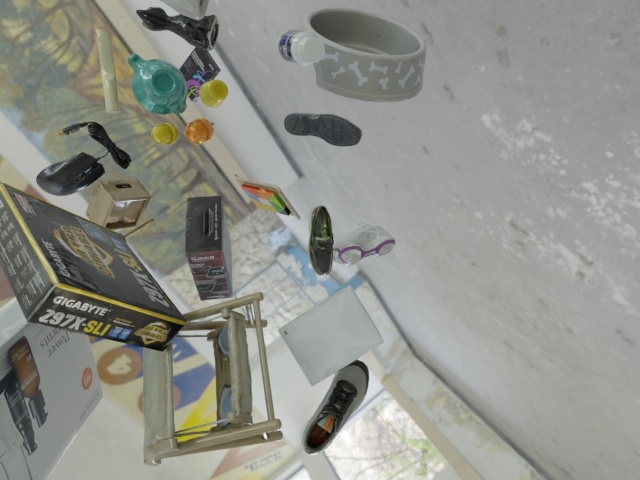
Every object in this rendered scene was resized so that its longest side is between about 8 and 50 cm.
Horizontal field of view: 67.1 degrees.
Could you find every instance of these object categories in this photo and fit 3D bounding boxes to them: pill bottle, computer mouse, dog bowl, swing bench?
[{"bbox_3d":[-0.039,-0.402,1.006,0.067,0.067,0.120,56,172,-36],"label":"pill bottle"},{"bbox_3d":[-0.667,-0.209,1.301,0.184,0.262,0.060,68,179,-50],"label":"computer mouse"},{"bbox_3d":[0.102,-0.474,1.200,0.349,0.348,0.102,47,141,31],"label":"dog bowl"},{"bbox_3d":[-0.213,0.257,0.904,0.165,0.254,0.253,95,165,-60],"label":"swing bench"}]

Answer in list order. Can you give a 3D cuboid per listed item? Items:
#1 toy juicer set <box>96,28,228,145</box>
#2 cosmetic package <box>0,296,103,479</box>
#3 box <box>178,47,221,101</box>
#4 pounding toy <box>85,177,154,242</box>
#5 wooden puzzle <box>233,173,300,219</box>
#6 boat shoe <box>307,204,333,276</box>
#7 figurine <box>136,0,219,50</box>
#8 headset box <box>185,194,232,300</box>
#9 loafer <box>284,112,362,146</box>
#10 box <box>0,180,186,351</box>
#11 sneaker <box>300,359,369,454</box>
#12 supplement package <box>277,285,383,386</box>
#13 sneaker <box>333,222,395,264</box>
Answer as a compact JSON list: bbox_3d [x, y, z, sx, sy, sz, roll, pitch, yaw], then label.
[{"bbox_3d":[-0.403,-0.344,1.186,0.329,0.209,0.089,15,176,-29],"label":"toy juicer set"},{"bbox_3d":[-0.533,0.281,0.847,0.377,0.097,0.284,-85,-5,-69],"label":"cosmetic package"},{"bbox_3d":[-0.422,-0.575,1.653,0.116,0.162,0.029,56,-148,5],"label":"box"},{"bbox_3d":[-0.585,-0.081,1.423,0.094,0.206,0.181,47,-149,18],"label":"pounding toy"},{"bbox_3d":[-0.210,-0.162,1.875,0.238,0.044,0.221,20,162,29],"label":"wooden puzzle"},{"bbox_3d":[0.001,-0.001,1.503,0.073,0.080,0.224,141,127,-80],"label":"boat shoe"},{"bbox_3d":[-0.383,-0.587,1.224,0.209,0.092,0.215,13,170,1],"label":"figurine"},{"bbox_3d":[-0.344,0.018,1.498,0.293,0.110,0.218,92,170,-52],"label":"headset box"},{"bbox_3d":[0.018,-0.417,1.759,0.302,0.095,0.109,16,119,19],"label":"loafer"},{"bbox_3d":[-0.412,0.048,0.840,0.322,0.079,0.257,38,180,37],"label":"box"},{"bbox_3d":[0.043,0.433,1.241,0.100,0.271,0.108,32,173,7],"label":"sneaker"},{"bbox_3d":[0.028,0.218,1.156,0.149,0.194,0.203,59,180,6],"label":"supplement package"},{"bbox_3d":[0.139,0.007,1.885,0.152,0.305,0.114,55,142,37],"label":"sneaker"}]
